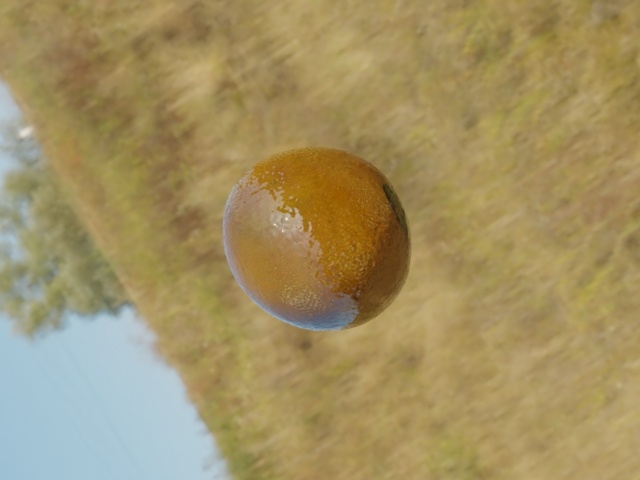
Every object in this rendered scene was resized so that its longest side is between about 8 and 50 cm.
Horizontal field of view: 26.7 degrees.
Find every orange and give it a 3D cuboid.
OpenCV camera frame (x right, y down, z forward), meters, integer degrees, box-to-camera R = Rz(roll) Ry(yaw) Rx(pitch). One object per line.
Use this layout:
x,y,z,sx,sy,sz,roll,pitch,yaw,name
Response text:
0.000,0.000,1.401,0.206,0.206,0.206,57,180,0,orange
